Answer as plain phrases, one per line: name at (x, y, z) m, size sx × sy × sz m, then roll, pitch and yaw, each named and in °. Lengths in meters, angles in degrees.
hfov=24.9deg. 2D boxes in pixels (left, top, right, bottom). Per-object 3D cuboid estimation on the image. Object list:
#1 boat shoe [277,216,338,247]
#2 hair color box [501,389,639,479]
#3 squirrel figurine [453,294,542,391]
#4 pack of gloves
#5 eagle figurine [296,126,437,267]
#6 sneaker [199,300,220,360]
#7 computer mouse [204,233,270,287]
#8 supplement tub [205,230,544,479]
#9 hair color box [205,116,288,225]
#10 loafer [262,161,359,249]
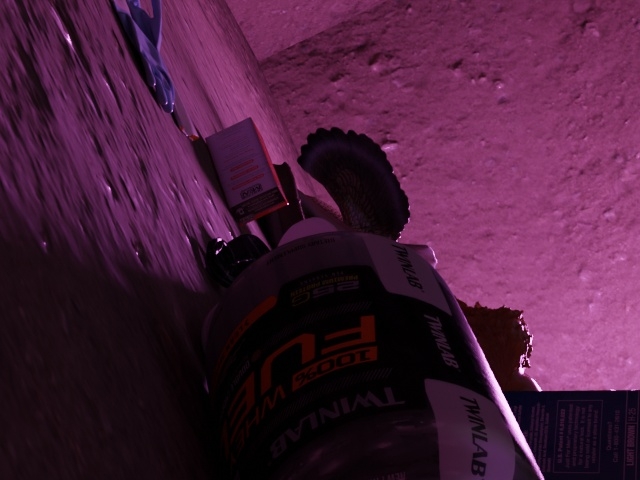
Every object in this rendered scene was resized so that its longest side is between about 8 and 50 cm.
boat shoe at (0.015, 0.102, 1.979) m, size 0.102 × 0.108 × 0.301 m, roll 61°, pitch 7°, yaw -49°
hair color box at (0.179, 0.231, 1.451) m, size 0.174 × 0.347 × 0.105 m, roll 62°, pitch 31°, yaw -52°
squirrel figurine at (0.251, 0.284, 2.457) m, size 0.370 × 0.281 × 0.397 m, roll 111°, pitch -20°, yaw -84°
pack of gloves at (-0.197, -0.247, 1.718) m, size 0.195 × 0.046 × 0.232 m, roll 52°, pitch 13°, yaw -80°
eagle figurine at (0.047, -0.028, 2.472) m, size 0.225 × 0.226 × 0.298 m, roll 45°, pitch 22°, yaw -73°
sneaker at (-0.050, 0.086, 1.297) m, size 0.282 × 0.153 × 0.099 m, roll -20°, pitch 87°, yaw -57°
computer mouse at (-0.089, 0.030, 1.521) m, size 0.071 × 0.041 × 0.242 m, roll 57°, pitch 9°, yaw 5°
supplement tub at (0.035, 0.153, 1.002) m, size 0.338 × 0.207 × 0.207 m, roll -111°, pitch 175°, yaw -61°
hair color box at (-0.099, -0.092, 1.909) m, size 0.043 × 0.072 × 0.141 m, roll 62°, pitch 6°, yaw -47°
loafer at (0.000, 0.000, 2.282) m, size 0.134 × 0.130 × 0.366 m, roll -112°, pitch 176°, yaw -46°
